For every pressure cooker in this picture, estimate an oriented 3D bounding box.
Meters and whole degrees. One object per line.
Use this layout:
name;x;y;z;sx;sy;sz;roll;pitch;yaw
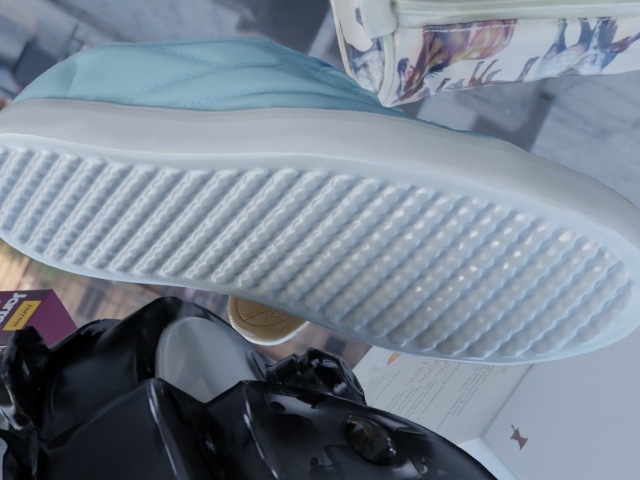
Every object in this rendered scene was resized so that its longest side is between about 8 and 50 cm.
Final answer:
pressure cooker;-0.088;0.231;0.614;0.375;0.420;0.370;56;-173;-4

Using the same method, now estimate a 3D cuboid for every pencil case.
pencil case;0.201;-0.200;1.040;0.410;0.160;0.183;-6;-176;-16

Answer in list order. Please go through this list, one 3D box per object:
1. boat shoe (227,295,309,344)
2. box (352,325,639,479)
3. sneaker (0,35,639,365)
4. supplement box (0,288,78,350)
boat shoe;0.000;0.000;1.327;0.104;0.285;0.089;31;154;10
box;0.132;0.173;1.038;0.168;0.215;0.345;49;146;-8
sneaker;-0.002;-0.049;0.656;0.366;0.150;0.135;13;139;18
supplement box;-0.404;0.123;1.556;0.188;0.104;0.081;-3;128;30
